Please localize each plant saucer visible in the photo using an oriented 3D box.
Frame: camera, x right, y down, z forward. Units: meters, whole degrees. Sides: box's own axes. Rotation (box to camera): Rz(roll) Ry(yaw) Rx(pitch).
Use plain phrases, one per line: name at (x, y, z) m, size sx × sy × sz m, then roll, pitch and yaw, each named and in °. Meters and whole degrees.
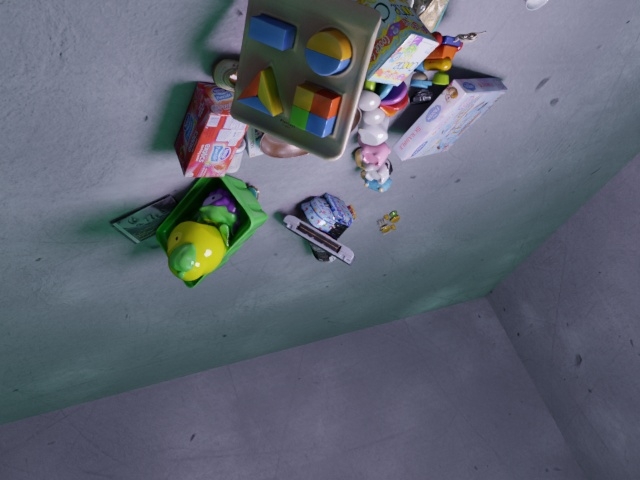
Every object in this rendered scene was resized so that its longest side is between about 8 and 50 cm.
plant saucer at (-0.034, -0.332, 1.695) m, size 0.310 × 0.050 × 0.310 m, roll -18°, pitch 167°, yaw -4°

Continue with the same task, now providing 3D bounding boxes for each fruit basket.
fruit basket at (-0.385, -0.018, 1.859) m, size 0.392 × 0.283 × 0.392 m, roll -34°, pitch 167°, yaw -9°

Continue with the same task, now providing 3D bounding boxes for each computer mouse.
computer mouse at (0.313, -0.456, 1.818) m, size 0.071 × 0.041 × 0.242 m, roll -6°, pitch -174°, yaw 8°

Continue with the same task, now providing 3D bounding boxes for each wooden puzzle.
wooden puzzle at (-0.058, -0.389, 1.330) m, size 0.080 × 0.322 × 0.348 m, roll -36°, pitch 148°, yaw -56°

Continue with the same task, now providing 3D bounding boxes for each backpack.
backpack at (0.018, -0.103, 2.224) m, size 0.173 × 0.158 × 0.117 m, roll 23°, pitch 121°, yaw -41°

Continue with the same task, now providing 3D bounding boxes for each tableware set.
tableware set at (0.313, -0.082, 2.643) m, size 0.104 × 0.024 × 0.154 m, roll -28°, pitch 153°, yaw 2°

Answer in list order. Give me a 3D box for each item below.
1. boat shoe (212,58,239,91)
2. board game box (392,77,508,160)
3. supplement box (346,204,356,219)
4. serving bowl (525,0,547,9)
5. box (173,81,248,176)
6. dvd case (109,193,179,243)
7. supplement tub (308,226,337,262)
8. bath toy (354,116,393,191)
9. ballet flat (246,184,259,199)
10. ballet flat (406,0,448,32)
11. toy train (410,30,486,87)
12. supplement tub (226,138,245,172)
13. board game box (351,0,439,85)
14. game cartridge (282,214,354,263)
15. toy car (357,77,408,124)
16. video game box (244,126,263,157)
boat shoe at (-0.141, -0.408, 1.542) m, size 0.285 × 0.089 × 0.105 m, roll -3°, pitch 117°, yaw -34°
board game box at (0.440, -0.413, 1.981) m, size 0.318 × 0.066 × 0.319 m, roll -19°, pitch 158°, yaw -48°
supplement box at (0.100, -0.103, 2.402) m, size 0.083 × 0.043 × 0.055 m, roll -22°, pitch 155°, yaw -1°
serving bowl at (0.631, -0.714, 1.701) m, size 0.083 × 0.027 × 0.083 m, roll -18°, pitch 154°, yaw -9°
box at (-0.302, -0.299, 1.616) m, size 0.128 × 0.123 × 0.257 m, roll -4°, pitch 148°, yaw -33°
dvd case at (-0.564, -0.069, 1.956) m, size 0.221 × 0.018 × 0.164 m, roll -24°, pitch 154°, yaw 2°
supplement tub at (0.012, 0.011, 2.462) m, size 0.117 × 0.117 × 0.190 m, roll -23°, pitch 155°, yaw -1°
bath toy at (0.184, -0.315, 1.984) m, size 0.129 × 0.151 × 0.348 m, roll -56°, pitch 160°, yaw -21°
ballet flat at (-0.263, -0.131, 2.049) m, size 0.206 × 0.073 × 0.067 m, roll -42°, pitch 176°, yaw 38°
ballet flat at (0.294, -0.662, 1.442) m, size 0.123 × 0.123 × 0.349 m, roll -9°, pitch 151°, yaw -27°
toy train at (0.343, -0.495, 1.612) m, size 0.105 × 0.248 × 0.144 m, roll -4°, pitch 104°, yaw -35°
supplement tub at (-0.269, -0.264, 1.769) m, size 0.071 × 0.071 × 0.107 m, roll -10°, pitch 152°, yaw -25°
board game box at (0.119, -0.514, 1.351) m, size 0.142 × 0.275 × 0.144 m, roll -41°, pitch 163°, yaw 33°
game cartridge at (0.000, 0.000, 2.244) m, size 0.062 × 0.297 × 0.198 m, roll -60°, pitch 173°, yaw 1°
toy car at (0.186, -0.429, 1.698) m, size 0.136 × 0.159 × 0.182 m, roll 12°, pitch 162°, yaw 21°
video game box at (-0.130, -0.344, 1.760) m, size 0.205 × 0.048 × 0.187 m, roll -17°, pitch 156°, yaw -12°
